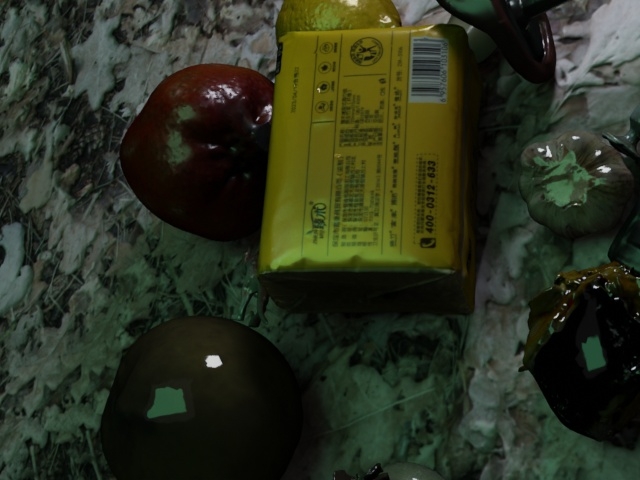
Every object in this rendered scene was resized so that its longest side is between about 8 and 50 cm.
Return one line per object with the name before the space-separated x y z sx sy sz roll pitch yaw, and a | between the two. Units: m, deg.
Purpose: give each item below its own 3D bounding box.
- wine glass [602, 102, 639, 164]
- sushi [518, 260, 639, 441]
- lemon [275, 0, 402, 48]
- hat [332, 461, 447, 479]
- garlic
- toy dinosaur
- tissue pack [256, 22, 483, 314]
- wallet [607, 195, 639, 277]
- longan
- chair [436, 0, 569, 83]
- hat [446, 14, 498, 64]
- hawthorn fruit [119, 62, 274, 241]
wine glass | 0.454 -0.181 1.660 0.155 0.072 0.072 -50 49 9
sushi | 0.345 0.125 1.537 0.200 0.213 0.204 -37 63 -11
lemon | 0.029 -0.332 1.974 0.256 0.188 0.188 16 80 46
hat | 0.111 0.368 1.617 0.257 0.257 0.130 -4 34 36
garlic | 0.348 -0.075 1.672 0.159 0.102 0.147 13 93 29
toy dinosaur | -0.087 0.055 1.842 0.242 0.053 0.167 -132 61 -78
tissue pack | 0.079 -0.095 1.770 0.293 0.228 0.382 0 67 12
wallet | 0.544 -0.019 1.543 0.323 0.041 0.247 29 90 39
longan | -0.172 0.256 1.784 0.319 0.319 0.319 -16 61 31
chair | 0.372 -0.367 1.706 0.401 0.226 0.227 -20 59 28
hat | 0.229 -0.345 1.875 0.147 0.085 0.175 20 63 38
hawthorn fruit | -0.187 -0.141 1.999 0.311 0.295 0.295 -17 61 32
